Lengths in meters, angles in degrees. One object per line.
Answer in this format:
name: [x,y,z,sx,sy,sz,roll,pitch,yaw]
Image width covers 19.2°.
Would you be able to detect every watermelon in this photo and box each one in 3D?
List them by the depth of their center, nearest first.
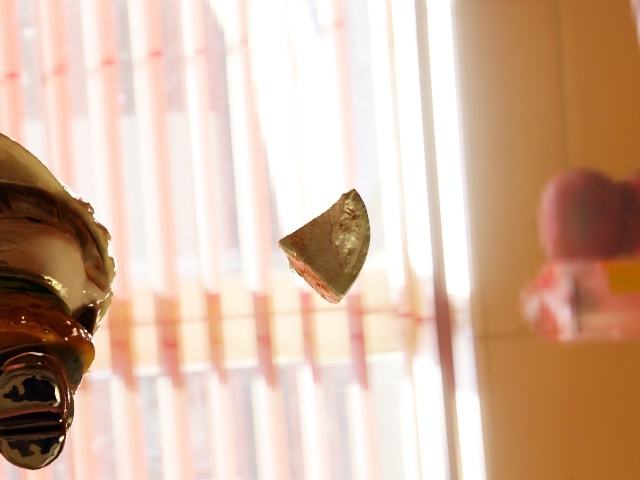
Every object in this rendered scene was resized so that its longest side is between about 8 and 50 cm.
watermelon: [0.000,0.000,1.339,0.085,0.061,0.085,-30,54,54]

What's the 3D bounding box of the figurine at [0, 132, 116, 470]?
figurine: [-0.251,0.071,1.475,0.332,0.185,0.204,-101,5,-47]
